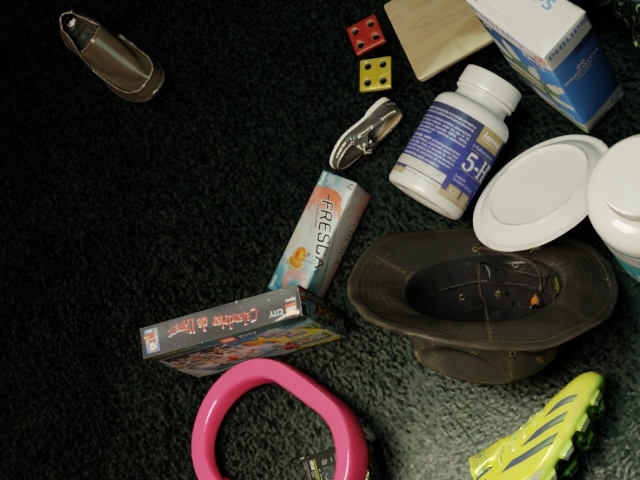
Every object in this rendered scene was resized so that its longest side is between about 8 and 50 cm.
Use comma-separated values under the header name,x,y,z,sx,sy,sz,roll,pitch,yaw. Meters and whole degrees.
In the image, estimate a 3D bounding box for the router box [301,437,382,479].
name,x,y,z,sx,sy,sz,roll,pitch,yaw
router box,0.035,0.328,1.740,0.092,0.038,0.123,-21,68,18

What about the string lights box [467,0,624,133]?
name,x,y,z,sx,sy,sz,roll,pitch,yaw
string lights box,0.287,-0.242,1.673,0.077,0.259,0.133,-49,62,4

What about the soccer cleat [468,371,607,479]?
name,x,y,z,sx,sy,sz,roll,pitch,yaw
soccer cleat,0.245,0.272,1.637,0.121,0.093,0.289,33,90,30

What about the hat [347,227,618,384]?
name,x,y,z,sx,sy,sz,roll,pitch,yaw
hat,0.199,0.097,1.661,0.331,0.331,0.134,14,123,26

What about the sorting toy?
name,x,y,z,sx,sy,sz,roll,pitch,yaw
sorting toy,0.168,-0.296,1.860,0.274,0.046,0.132,-28,66,13

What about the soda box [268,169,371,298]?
name,x,y,z,sx,sy,sz,roll,pitch,yaw
soda box,0.000,0.000,1.836,0.058,0.063,0.183,22,84,27

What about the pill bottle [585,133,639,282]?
name,x,y,z,sx,sy,sz,roll,pitch,yaw
pill bottle,0.396,-0.037,1.564,0.146,0.264,0.146,-6,72,21

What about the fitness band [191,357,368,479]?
name,x,y,z,sx,sy,sz,roll,pitch,yaw
fitness band,-0.059,0.275,1.753,0.290,0.054,0.209,30,93,44

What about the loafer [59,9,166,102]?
name,x,y,z,sx,sy,sz,roll,pitch,yaw
loafer,-0.331,-0.284,2.051,0.220,0.078,0.080,33,90,28

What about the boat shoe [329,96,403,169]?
name,x,y,z,sx,sy,sz,roll,pitch,yaw
boat shoe,0.065,-0.143,1.862,0.125,0.046,0.038,-46,58,-4

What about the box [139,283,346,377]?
name,x,y,z,sx,sy,sz,roll,pitch,yaw
box,-0.101,0.124,1.789,0.233,0.159,0.044,-16,69,18

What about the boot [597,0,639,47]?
name,x,y,z,sx,sy,sz,roll,pitch,yaw
boot,0.381,-0.305,1.703,0.236,0.085,0.179,-14,69,-23

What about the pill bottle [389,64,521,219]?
name,x,y,z,sx,sy,sz,roll,pitch,yaw
pill bottle,0.183,-0.133,1.769,0.112,0.112,0.187,30,89,27

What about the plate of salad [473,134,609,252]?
name,x,y,z,sx,sy,sz,roll,pitch,yaw
plate of salad,0.286,-0.056,1.702,0.199,0.048,0.200,-27,34,20
